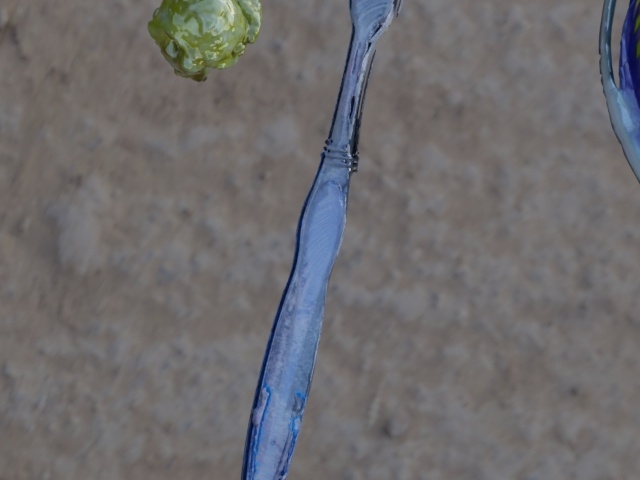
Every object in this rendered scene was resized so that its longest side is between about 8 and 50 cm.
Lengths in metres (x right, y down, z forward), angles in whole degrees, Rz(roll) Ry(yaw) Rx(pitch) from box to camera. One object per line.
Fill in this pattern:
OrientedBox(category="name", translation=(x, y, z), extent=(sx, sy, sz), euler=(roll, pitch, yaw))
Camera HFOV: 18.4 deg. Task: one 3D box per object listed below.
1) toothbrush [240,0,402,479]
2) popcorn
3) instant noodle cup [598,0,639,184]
OrientedBox(category="toothbrush", translation=(0.000, 0.000, 1.282), extent=(0.035, 0.042, 0.413), euler=(14, 92, 13))
OrientedBox(category="popcorn", translation=(-0.069, -0.136, 1.231), extent=(0.059, 0.068, 0.083), euler=(44, 58, -7))
OrientedBox(category="instant noodle cup", translation=(0.258, -0.132, 0.590), extent=(0.284, 0.312, 0.284), euler=(6, 51, -8))
